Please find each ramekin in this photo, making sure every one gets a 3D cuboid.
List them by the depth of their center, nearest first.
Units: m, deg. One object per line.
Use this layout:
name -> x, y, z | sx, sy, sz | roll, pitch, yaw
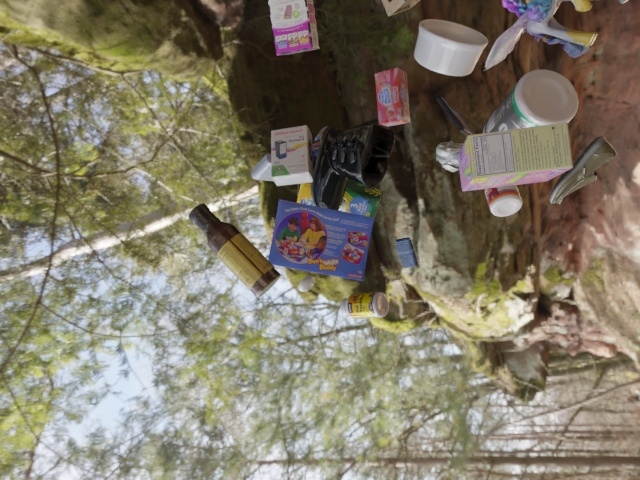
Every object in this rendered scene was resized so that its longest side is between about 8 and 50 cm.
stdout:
ramekin -> 0.511, -0.771, 1.863 | 0.277, 0.277, 0.135 | -68, -6, -50

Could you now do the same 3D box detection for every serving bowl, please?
serving bowl -> -0.053, 0.183, 1.925 | 0.027, 0.083, 0.083 | 44, -172, 28

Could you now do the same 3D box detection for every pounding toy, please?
pounding toy -> 0.277, -0.877, 1.660 | 0.130, 0.141, 0.100 | -29, -80, -21

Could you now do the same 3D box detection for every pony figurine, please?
pony figurine -> 0.712, -0.728, 1.513 | 0.303, 0.363, 0.351 | -54, -22, -15

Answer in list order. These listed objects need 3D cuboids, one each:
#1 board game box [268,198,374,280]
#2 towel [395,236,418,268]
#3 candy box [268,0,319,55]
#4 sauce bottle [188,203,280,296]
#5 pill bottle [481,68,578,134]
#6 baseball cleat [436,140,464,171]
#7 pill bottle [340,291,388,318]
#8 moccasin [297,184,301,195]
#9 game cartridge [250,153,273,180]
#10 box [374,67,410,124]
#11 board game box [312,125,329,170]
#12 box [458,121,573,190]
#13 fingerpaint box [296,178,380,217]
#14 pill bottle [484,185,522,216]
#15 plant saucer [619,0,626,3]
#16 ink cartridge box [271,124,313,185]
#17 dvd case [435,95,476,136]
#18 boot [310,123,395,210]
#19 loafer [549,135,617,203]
board game box -> 0.000, 0.000, 1.673 | 0.078, 0.347, 0.233 | 179, 102, -84
towel -> 0.342, 0.048, 1.835 | 0.029, 0.067, 0.120 | -31, -74, -55
candy box -> -0.102, -0.830, 1.745 | 0.071, 0.159, 0.234 | -42, -52, -58
sauce bottle -> -0.275, 0.023, 1.464 | 0.344, 0.111, 0.111 | 47, -156, 8
pill bottle -> 0.691, -0.396, 1.602 | 0.361, 0.204, 0.204 | 103, 166, -73
baseball cleat -> 0.483, -0.271, 1.522 | 0.072, 0.205, 0.109 | -59, -26, -32
pill bottle -> 0.200, 0.304, 2.164 | 0.117, 0.215, 0.117 | 16, -111, -47
moccasin -> -0.103, -0.404, 2.667 | 0.116, 0.138, 0.342 | 18, -117, -16
game cartridge -> -0.159, -0.344, 2.220 | 0.297, 0.198, 0.062 | 0, -105, -35
box -> 0.359, -0.709, 2.316 | 0.122, 0.128, 0.257 | -11, -83, -58
board game box -> 0.007, -0.396, 2.052 | 0.194, 0.060, 0.194 | -22, -80, -26
box -> 0.512, -0.217, 1.256 | 0.213, 0.242, 0.117 | 11, -106, -80
fingerpaint box -> 0.051, -0.074, 2.237 | 0.163, 0.371, 0.445 | -78, 3, -62
pill bottle -> 0.720, -0.215, 1.867 | 0.121, 0.121, 0.221 | 51, -151, -47
plant saucer -> 0.766, -0.655, 1.153 | 0.119, 0.021, 0.119 | -11, -72, -39
ink cartridge box -> -0.113, -0.338, 1.855 | 0.093, 0.154, 0.213 | 57, -151, -67
dvd case -> 0.576, -0.499, 1.931 | 0.253, 0.022, 0.180 | 2, -126, -57
boot -> 0.112, -0.247, 1.753 | 0.146, 0.445, 0.367 | -3, -77, -23
loafer -> 0.829, -0.205, 1.472 | 0.087, 0.251, 0.094 | 37, -142, 11
